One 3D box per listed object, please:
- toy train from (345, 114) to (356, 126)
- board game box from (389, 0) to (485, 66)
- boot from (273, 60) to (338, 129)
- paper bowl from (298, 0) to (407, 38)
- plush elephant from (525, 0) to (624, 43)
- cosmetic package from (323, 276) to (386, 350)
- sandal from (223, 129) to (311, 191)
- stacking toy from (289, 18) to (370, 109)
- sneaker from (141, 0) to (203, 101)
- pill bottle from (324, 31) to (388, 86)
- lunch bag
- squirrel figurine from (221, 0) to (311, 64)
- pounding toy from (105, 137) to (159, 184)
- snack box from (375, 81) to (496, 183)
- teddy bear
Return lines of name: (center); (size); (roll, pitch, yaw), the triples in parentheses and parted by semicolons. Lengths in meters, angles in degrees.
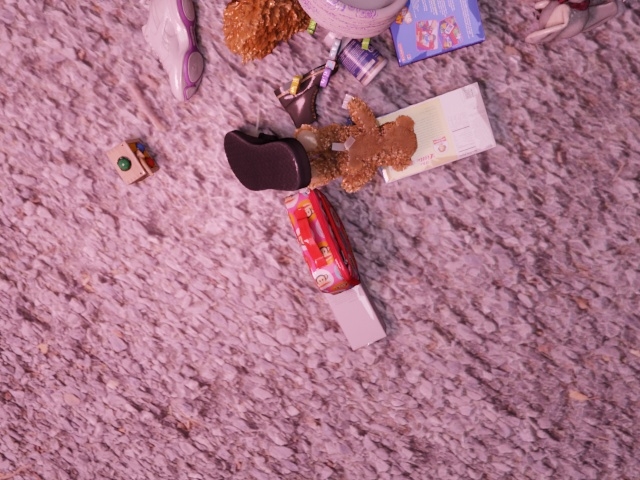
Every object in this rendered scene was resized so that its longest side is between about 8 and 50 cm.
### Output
toy train: (0.093, -0.289, 1.703); (0.036, 0.027, 0.158); (0, 104, 17)
board game box: (0.279, -0.664, 1.566); (0.234, 0.078, 0.347); (-14, 101, 10)
boot: (-0.015, -0.407, 1.670); (0.198, 0.077, 0.137); (-22, 105, 23)
paper bowl: (0.071, -0.627, 1.454); (0.284, 0.148, 0.284); (5, 73, -15)
plush elephant: (0.618, -0.626, 1.471); (0.330, 0.272, 0.255); (62, 145, 23)
cosmetic package: (0.100, 0.200, 1.788); (0.117, 0.085, 0.231); (-24, 101, 11)
sandal: (-0.132, -0.213, 1.591); (0.107, 0.446, 0.167); (-22, 114, -28)
stacking toy: (0.027, -0.470, 1.563); (0.167, 0.052, 0.221); (20, 111, 5)
sneaker: (-0.418, -0.544, 1.670); (0.152, 0.114, 0.305); (-1, 99, 21)
pill bottle: (0.094, -0.511, 1.614); (0.169, 0.094, 0.094); (43, 104, -5)
lunch bag: (0.000, 0.000, 1.629); (0.120, 0.258, 0.293); (-25, 75, 10)
squirrel figurine: (-0.168, -0.654, 1.454); (0.281, 0.370, 0.396); (-12, 111, 21)
pounding toy: (-0.535, -0.228, 1.726); (0.100, 0.141, 0.130); (-30, 98, 12)
snack box: (0.306, -0.298, 1.658); (0.322, 0.060, 0.187); (-18, 99, 10)
teddy bear: (0.085, -0.246, 1.573); (0.338, 0.113, 0.245); (-29, 106, -7)
